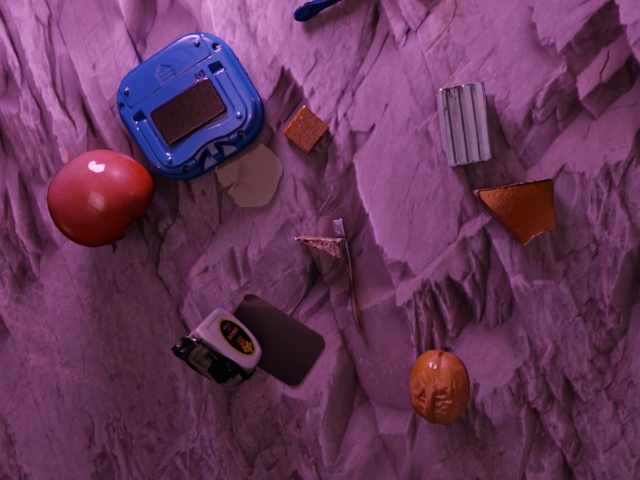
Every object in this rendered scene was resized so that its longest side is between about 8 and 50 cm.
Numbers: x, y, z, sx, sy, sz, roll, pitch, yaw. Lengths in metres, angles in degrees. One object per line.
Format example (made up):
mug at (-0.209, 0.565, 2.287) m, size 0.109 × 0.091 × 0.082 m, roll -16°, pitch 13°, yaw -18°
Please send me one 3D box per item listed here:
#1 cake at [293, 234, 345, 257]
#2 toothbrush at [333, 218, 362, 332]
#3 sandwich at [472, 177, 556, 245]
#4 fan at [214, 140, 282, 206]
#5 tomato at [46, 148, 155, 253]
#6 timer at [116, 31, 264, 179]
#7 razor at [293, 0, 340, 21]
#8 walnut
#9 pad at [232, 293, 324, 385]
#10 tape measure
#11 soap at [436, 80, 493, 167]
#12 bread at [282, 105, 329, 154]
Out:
cake at (0.000, 0.000, 1.256) m, size 0.139 × 0.051 × 0.055 m, roll 21°, pitch 106°, yaw 11°
toothbrush at (0.081, 0.099, 1.289) m, size 0.031 × 0.023 × 0.321 m, roll -12°, pitch 96°, yaw 12°
sandwich at (0.502, -0.068, 1.223) m, size 0.192 × 0.058 × 0.163 m, roll -8°, pitch 98°, yaw 2°
fan at (-0.258, -0.200, 1.274) m, size 0.310 × 0.010 × 0.182 m, roll 19°, pitch 95°, yaw 1°
tomato at (-0.548, -0.104, 1.188) m, size 0.256 × 0.256 × 0.224 m, roll -43°, pitch 109°, yaw 8°
timer at (-0.331, -0.338, 1.207) m, size 0.340 × 0.115 × 0.309 m, roll -31°, pitch 95°, yaw 6°
razor at (0.084, -0.621, 1.180) m, size 0.323 × 0.093 × 0.056 m, roll -16°, pitch 56°, yaw 9°
walnut at (0.313, 0.389, 1.251) m, size 0.159 × 0.159 × 0.207 m, roll 4°, pitch 105°, yaw 3°
pad at (-0.136, 0.283, 1.337) m, size 0.267 × 0.004 × 0.181 m, roll 32°, pitch 99°, yaw -1°
tape measure at (-0.256, 0.295, 1.224) m, size 0.115 × 0.235 × 0.207 m, roll -42°, pitch 93°, yaw 10°
soap at (0.364, -0.290, 1.198) m, size 0.114 × 0.063 × 0.199 m, roll -8°, pitch 97°, yaw 6°
bread at (-0.037, -0.288, 1.237) m, size 0.090 × 0.035 × 0.094 m, roll 40°, pitch 99°, yaw -2°
